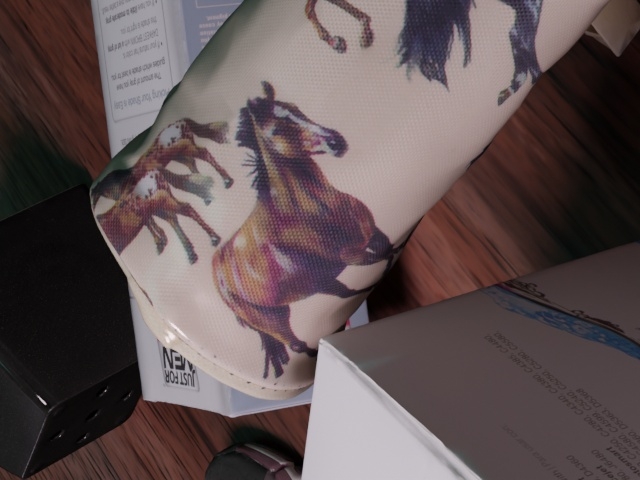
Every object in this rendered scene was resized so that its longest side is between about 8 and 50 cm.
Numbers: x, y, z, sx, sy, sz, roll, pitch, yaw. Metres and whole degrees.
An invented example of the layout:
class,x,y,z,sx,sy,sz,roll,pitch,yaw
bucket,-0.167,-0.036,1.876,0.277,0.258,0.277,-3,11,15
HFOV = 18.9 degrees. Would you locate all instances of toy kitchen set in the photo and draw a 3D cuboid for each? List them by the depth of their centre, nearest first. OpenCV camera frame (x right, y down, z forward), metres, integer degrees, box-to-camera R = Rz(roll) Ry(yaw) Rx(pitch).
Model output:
class,x,y,z,sx,sy,sz,roll,pitch,yaw
toy kitchen set,0.137,-0.145,1.081,0.068,0.083,0.075,44,168,-37

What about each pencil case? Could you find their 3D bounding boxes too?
class,x,y,z,sx,sy,sz,roll,pitch,yaw
pencil case,0.055,-0.119,0.959,0.160,0.183,0.410,38,103,-4

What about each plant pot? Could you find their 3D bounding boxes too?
class,x,y,z,sx,sy,sz,roll,pitch,yaw
plant pot,-0.251,0.095,1.697,0.167,0.187,0.188,49,142,17

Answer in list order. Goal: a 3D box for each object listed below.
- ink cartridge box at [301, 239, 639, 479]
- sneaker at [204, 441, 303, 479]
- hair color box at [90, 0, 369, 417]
class,x,y,z,sx,sy,sz,roll,pitch,yaw
ink cartridge box,0.150,0.143,0.984,0.197,0.270,0.198,41,135,42
sneaker,-0.051,0.269,1.457,0.281,0.162,0.106,45,138,38
hair color box,-0.069,-0.075,1.334,0.185,0.113,0.374,178,85,-67
